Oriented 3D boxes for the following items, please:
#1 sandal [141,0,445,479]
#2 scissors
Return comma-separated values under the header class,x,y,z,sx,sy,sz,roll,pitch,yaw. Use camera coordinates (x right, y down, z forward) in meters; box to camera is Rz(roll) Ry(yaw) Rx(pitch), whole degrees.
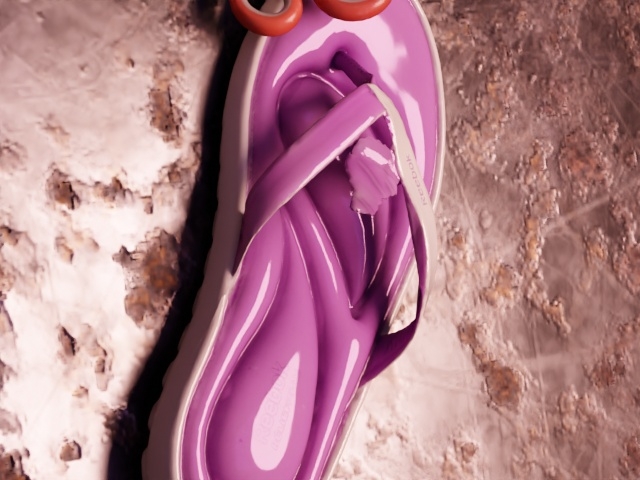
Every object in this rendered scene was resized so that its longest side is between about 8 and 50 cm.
class,x,y,z,sx,sy,sz,roll,pitch,yaw
sandal,0.012,0.005,1.237,0.169,0.102,0.416,25,69,-32
scissors,-0.006,-0.260,1.307,0.109,0.021,0.297,-1,62,1
